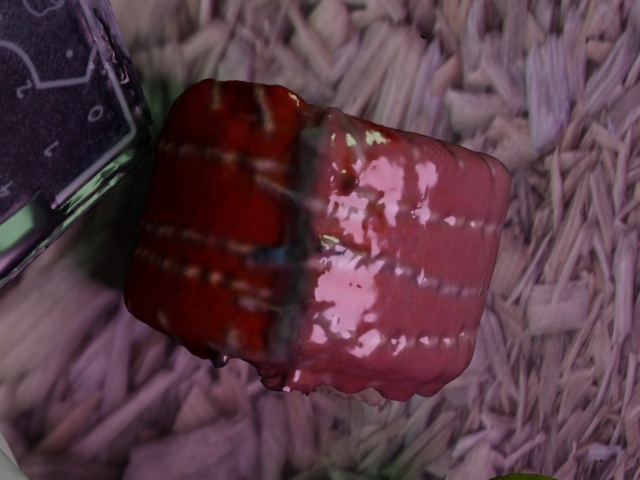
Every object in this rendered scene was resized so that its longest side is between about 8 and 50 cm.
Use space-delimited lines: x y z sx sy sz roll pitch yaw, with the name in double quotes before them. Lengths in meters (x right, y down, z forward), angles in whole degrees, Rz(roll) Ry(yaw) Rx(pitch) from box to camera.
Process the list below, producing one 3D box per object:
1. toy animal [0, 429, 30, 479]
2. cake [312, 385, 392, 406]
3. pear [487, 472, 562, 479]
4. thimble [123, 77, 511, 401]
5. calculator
"toy animal" -0.154 0.139 0.535 0.140 0.138 0.282 -45 -176 -6
"cake" 0.023 0.041 0.822 0.121 0.065 0.052 -70 155 -47
"pear" 0.123 0.330 0.816 0.391 0.391 0.391 -29 127 -46
"thimble" 0.000 0.000 0.646 0.189 0.163 0.125 11 95 -61
"calculator" -0.173 -0.025 0.506 0.274 0.028 0.166 -47 139 -32
